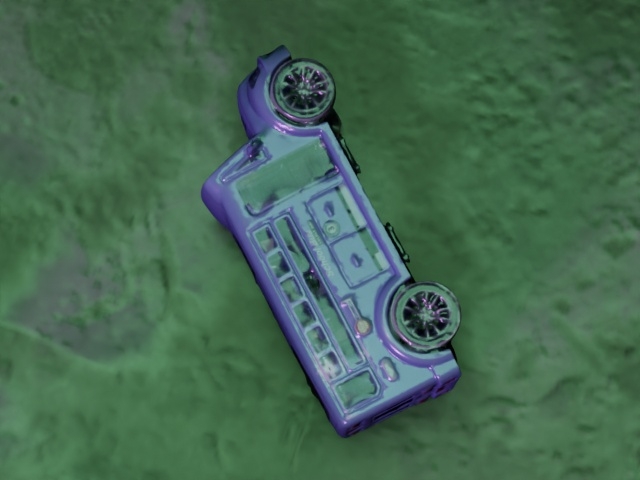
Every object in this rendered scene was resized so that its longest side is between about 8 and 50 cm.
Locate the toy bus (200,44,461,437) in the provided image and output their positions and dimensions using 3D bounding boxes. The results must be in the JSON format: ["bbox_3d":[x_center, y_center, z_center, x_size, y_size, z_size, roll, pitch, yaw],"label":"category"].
[{"bbox_3d":[0.000,0.000,0.705,0.076,0.073,0.167,-28,79,-4],"label":"toy bus"}]
